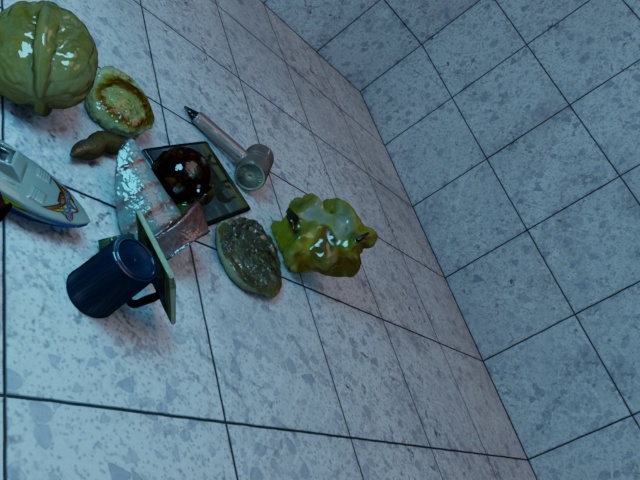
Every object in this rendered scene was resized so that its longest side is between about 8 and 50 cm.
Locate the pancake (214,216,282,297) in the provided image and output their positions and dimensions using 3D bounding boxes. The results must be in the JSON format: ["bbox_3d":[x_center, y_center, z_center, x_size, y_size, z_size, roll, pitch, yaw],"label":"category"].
[{"bbox_3d":[-0.197,0.044,1.788,0.282,0.049,0.282,43,27,-28],"label":"pancake"}]

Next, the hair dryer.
[{"bbox_3d":[-0.300,-0.323,2.034,0.344,0.107,0.189,42,25,-16],"label":"hair dryer"}]

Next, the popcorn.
[{"bbox_3d":[0.000,0.000,2.010,0.316,0.281,0.297,40,61,11],"label":"popcorn"}]

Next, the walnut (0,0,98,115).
[{"bbox_3d":[-0.599,-0.388,1.354,0.224,0.257,0.257,4,48,-22],"label":"walnut"}]

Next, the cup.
[{"bbox_3d":[-0.393,0.071,1.233,0.150,0.138,0.113,14,47,-59],"label":"cup"}]

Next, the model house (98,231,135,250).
[{"bbox_3d":[-0.427,0.030,1.345,0.079,0.066,0.083,-13,88,-78],"label":"model house"}]

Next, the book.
[{"bbox_3d":[-0.342,0.058,1.310,0.013,0.168,0.192,-19,56,-26],"label":"book"}]

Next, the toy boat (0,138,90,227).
[{"bbox_3d":[-0.566,-0.109,1.194,0.295,0.088,0.129,39,28,-36],"label":"toy boat"}]

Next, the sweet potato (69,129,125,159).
[{"bbox_3d":[-0.527,-0.226,1.480,0.065,0.051,0.218,57,22,-4],"label":"sweet potato"}]

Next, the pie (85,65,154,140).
[{"bbox_3d":[-0.519,-0.358,1.634,0.179,0.084,0.205,36,32,-40],"label":"pie"}]

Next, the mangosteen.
[{"bbox_3d":[-0.344,-0.148,1.585,0.184,0.172,0.172,35,22,6],"label":"mangosteen"}]

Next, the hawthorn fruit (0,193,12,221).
[{"bbox_3d":[-0.605,-0.083,0.972,0.251,0.189,0.189,54,21,15],"label":"hawthorn fruit"}]

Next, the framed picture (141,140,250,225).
[{"bbox_3d":[-0.346,-0.168,1.819,0.265,0.016,0.347,57,23,1],"label":"framed picture"}]

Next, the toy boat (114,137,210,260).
[{"bbox_3d":[-0.397,-0.096,1.449,0.206,0.096,0.282,-35,101,-31],"label":"toy boat"}]
